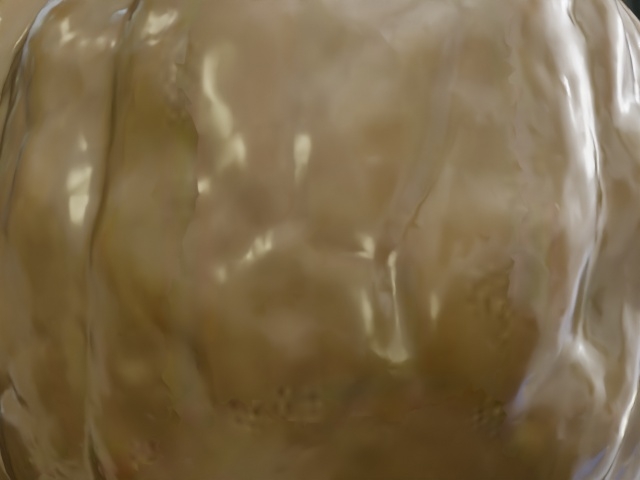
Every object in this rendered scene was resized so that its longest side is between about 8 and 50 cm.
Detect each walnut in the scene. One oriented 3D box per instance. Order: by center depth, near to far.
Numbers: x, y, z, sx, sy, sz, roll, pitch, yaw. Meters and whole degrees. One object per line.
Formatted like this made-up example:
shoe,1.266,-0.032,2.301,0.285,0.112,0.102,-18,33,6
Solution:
walnut,0.000,0.000,0.613,0.285,0.285,0.296,32,-4,-7

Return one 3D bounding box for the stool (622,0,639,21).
stool,0.174,-0.125,0.951,0.297,0.297,0.330,-135,-156,-62
